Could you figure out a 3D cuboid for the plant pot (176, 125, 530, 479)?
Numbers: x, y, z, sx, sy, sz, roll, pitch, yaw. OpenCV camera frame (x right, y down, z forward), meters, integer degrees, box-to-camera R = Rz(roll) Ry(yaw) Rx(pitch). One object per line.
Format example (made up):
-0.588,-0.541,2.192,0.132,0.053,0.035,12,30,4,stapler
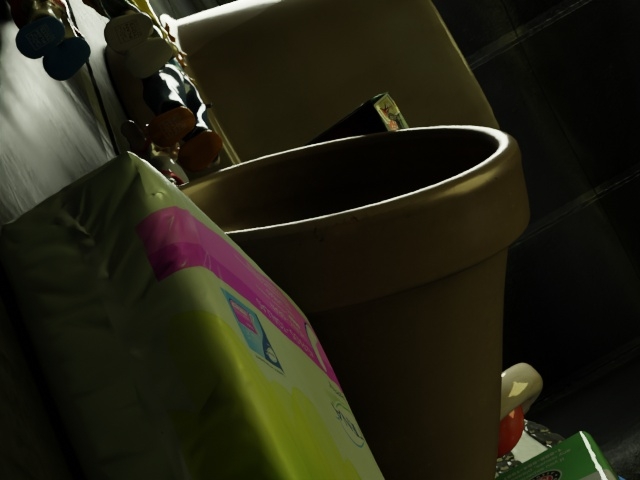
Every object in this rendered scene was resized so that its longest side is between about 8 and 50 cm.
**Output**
0.020,0.067,1.157,0.263,0.263,0.229,-99,177,-78,plant pot

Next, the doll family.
-0.126,-0.125,1.283,0.263,0.118,0.163,57,1,-31,doll family

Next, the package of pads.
-0.031,0.130,0.876,0.297,0.101,0.229,64,7,30,package of pads

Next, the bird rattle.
0.137,0.195,1.780,0.143,0.207,0.253,42,-12,22,bird rattle

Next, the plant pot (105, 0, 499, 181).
0.003,-0.111,1.642,0.323,0.280,0.323,61,5,-8,plant pot

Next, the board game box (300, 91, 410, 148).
0.000,0.000,1.355,0.030,0.259,0.136,-30,90,-43,board game box

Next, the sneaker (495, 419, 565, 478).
0.144,0.251,2.029,0.158,0.182,0.410,-3,33,-35,sneaker

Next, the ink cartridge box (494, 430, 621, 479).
0.141,0.271,1.147,0.122,0.211,0.289,59,4,-17,ink cartridge box

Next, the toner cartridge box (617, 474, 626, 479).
0.335,0.360,1.920,0.075,0.165,0.348,47,-5,-7,toner cartridge box
